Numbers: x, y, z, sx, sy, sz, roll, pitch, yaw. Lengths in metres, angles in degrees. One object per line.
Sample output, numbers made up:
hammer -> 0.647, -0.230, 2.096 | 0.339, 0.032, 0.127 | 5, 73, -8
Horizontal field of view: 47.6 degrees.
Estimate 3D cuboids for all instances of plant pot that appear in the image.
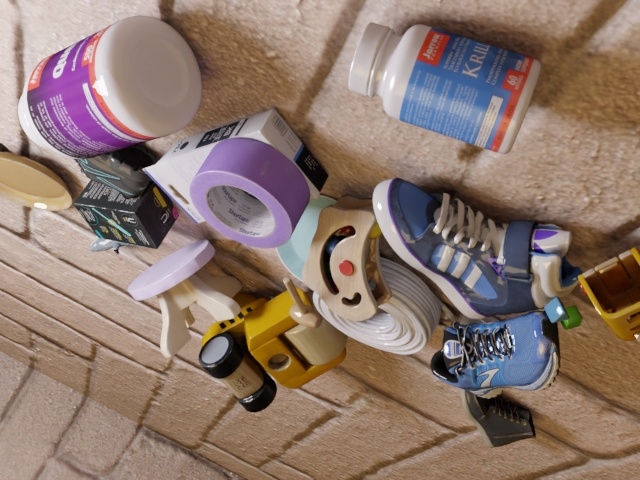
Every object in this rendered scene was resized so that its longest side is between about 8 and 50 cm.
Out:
plant pot -> -0.673, -0.137, 1.638 | 0.236, 0.032, 0.236 | 10, 157, 5

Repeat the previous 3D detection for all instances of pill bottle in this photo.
pill bottle -> -0.354, -0.234, 1.176 | 0.323, 0.181, 0.181 | -7, 135, 40
pill bottle -> 0.153, -0.200, 0.921 | 0.221, 0.124, 0.124 | 19, 147, 9

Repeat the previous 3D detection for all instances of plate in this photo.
plate -> 0.000, 0.000, 1.355 | 0.188, 0.024, 0.188 | 10, 114, 22

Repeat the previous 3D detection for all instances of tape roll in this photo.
tape roll -> -0.118, -0.076, 1.216 | 0.189, 0.080, 0.189 | 18, 147, 12

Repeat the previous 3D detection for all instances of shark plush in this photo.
shark plush -> -0.467, 0.009, 1.709 | 0.161, 0.067, 0.073 | 14, 146, 19

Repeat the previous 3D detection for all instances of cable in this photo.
cable -> 0.110, 0.130, 1.457 | 0.257, 0.089, 0.257 | -8, 134, 42

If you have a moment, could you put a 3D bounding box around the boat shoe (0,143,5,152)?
boat shoe -> -0.756, -0.187, 1.659 | 0.049, 0.042, 0.133 | 26, 151, -34

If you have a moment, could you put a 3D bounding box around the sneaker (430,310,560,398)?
sneaker -> 0.296, 0.203, 1.271 | 0.147, 0.130, 0.330 | 11, 153, -15

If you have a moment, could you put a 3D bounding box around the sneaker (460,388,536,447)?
sneaker -> 0.398, 0.372, 1.634 | 0.118, 0.083, 0.222 | -19, 122, 25

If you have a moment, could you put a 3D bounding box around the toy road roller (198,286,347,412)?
toy road roller -> -0.122, 0.211, 1.685 | 0.329, 0.241, 0.202 | -29, 127, 9

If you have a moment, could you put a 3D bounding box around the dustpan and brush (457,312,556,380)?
dustpan and brush -> 0.364, 0.218, 1.431 | 0.211, 0.060, 0.147 | 19, 147, 12

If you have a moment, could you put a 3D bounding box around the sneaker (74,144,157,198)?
sneaker -> -0.447, -0.170, 1.390 | 0.267, 0.101, 0.106 | 34, 131, -11

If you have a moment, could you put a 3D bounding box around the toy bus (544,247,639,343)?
toy bus -> 0.464, 0.098, 1.081 | 0.202, 0.104, 0.191 | -5, 143, -17

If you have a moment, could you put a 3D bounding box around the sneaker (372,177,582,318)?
sneaker -> 0.263, -0.011, 1.132 | 0.236, 0.130, 0.323 | -24, 120, 41

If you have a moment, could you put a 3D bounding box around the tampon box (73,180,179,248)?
tampon box -> -0.405, -0.066, 1.525 | 0.161, 0.101, 0.120 | 9, 145, 23

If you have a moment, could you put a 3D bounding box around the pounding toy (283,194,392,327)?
pounding toy -> 0.040, 0.062, 1.256 | 0.154, 0.155, 0.270 | 27, 120, 18

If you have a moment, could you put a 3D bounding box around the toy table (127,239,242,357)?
toy table -> -0.296, 0.118, 1.607 | 0.161, 0.252, 0.274 | 56, 151, -15

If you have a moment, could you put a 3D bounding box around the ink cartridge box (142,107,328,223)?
ink cartridge box -> -0.159, -0.124, 1.308 | 0.332, 0.065, 0.165 | -9, 134, 41
